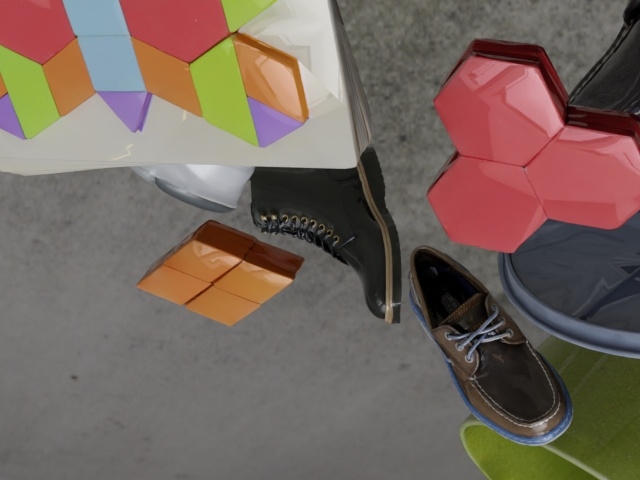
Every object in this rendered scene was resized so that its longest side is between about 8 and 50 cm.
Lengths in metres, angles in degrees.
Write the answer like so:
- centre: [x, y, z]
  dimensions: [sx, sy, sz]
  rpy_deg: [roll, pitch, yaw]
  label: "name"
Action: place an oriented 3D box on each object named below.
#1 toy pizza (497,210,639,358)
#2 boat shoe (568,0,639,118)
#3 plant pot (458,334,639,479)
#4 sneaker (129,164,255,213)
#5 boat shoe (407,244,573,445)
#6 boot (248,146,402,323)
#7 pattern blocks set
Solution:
- centre: [0.177, -0.005, 0.464]
  dimensions: [0.201, 0.201, 0.032]
  rpy_deg: [-13, 117, 17]
  label: "toy pizza"
- centre: [0.224, -0.152, 0.606]
  dimensions: [0.285, 0.103, 0.092]
  rpy_deg: [-44, 116, -4]
  label: "boat shoe"
- centre: [0.318, 0.131, 0.940]
  dimensions: [0.275, 0.293, 0.275]
  rpy_deg: [36, 163, 13]
  label: "plant pot"
- centre: [-0.086, -0.159, 0.651]
  dimensions: [0.129, 0.297, 0.111]
  rpy_deg: [-41, 153, 22]
  label: "sneaker"
- centre: [0.112, 0.073, 0.780]
  dimensions: [0.066, 0.183, 0.066]
  rpy_deg: [-36, 136, -4]
  label: "boat shoe"
- centre: [0.000, 0.000, 1.021]
  dimensions: [0.137, 0.198, 0.077]
  rpy_deg: [-6, 138, -7]
  label: "boot"
- centre: [-0.072, -0.082, 0.379]
  dimensions: [0.325, 0.026, 0.285]
  rpy_deg: [-11, 122, 30]
  label: "pattern blocks set"
